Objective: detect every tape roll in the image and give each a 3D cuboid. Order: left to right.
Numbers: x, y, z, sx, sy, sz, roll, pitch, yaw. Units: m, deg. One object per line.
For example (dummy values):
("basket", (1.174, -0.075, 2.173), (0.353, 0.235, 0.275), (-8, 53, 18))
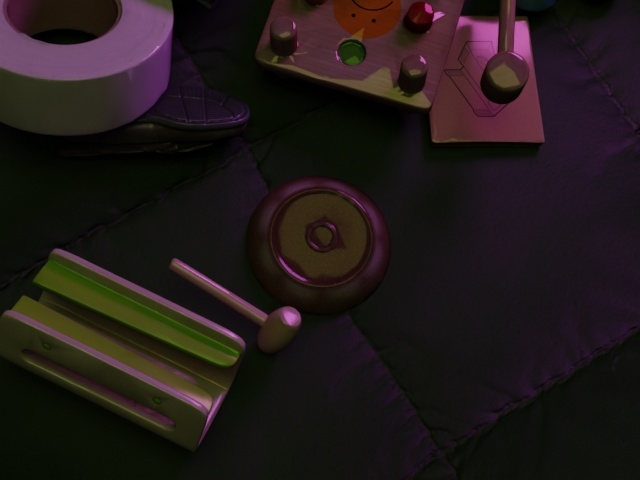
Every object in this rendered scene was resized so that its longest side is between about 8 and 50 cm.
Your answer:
("tape roll", (-0.336, -0.267, 1.410), (0.286, 0.100, 0.286), (6, 50, -7))

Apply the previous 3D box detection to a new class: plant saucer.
("plant saucer", (0.000, 0.000, 1.452), (0.199, 0.036, 0.198), (2, 73, -7))

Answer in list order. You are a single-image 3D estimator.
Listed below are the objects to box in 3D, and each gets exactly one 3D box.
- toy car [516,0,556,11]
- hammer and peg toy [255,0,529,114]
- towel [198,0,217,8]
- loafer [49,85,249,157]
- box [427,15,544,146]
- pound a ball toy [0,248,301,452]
("toy car", (0.338, -0.500, 1.589), (0.210, 0.219, 0.238), (-14, 47, -11))
("hammer and peg toy", (0.118, -0.309, 1.498), (0.362, 0.127, 0.265), (16, 73, 4))
("towel", (-0.255, -0.458, 1.502), (0.370, 0.040, 0.271), (21, 48, 8))
("loafer", (-0.232, -0.154, 1.462), (0.268, 0.084, 0.096), (0, 42, -10))
("box", (0.231, -0.231, 1.557), (0.165, 0.021, 0.201), (-1, 72, -7))
("pound a ball toy", (-0.211, 0.127, 1.357), (0.319, 0.135, 0.208), (26, 47, 2))
